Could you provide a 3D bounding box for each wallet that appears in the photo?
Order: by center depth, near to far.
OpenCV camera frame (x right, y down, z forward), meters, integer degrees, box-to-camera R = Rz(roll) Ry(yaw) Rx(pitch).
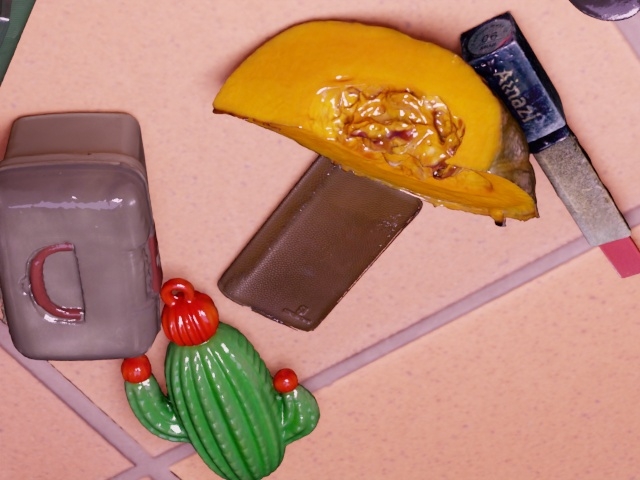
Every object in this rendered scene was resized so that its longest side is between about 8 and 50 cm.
[{"bbox_3d":[0.000,0.000,1.636,0.110,0.031,0.198,26,125,-22],"label":"wallet"}]

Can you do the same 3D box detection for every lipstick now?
[{"bbox_3d":[0.216,-0.067,1.574,0.051,0.051,0.312,-26,126,15],"label":"lipstick"}]

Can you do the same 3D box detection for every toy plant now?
[{"bbox_3d":[-0.110,0.142,1.712,0.154,0.088,0.240,-34,122,24],"label":"toy plant"}]

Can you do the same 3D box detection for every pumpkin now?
[{"bbox_3d":[0.069,-0.100,1.522,0.278,0.111,0.163,14,165,20],"label":"pumpkin"}]

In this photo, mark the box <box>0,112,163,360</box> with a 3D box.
[{"bbox_3d":[-0.214,-0.002,1.565,0.148,0.129,0.210,-2,130,-1],"label":"box"}]

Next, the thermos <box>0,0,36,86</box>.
[{"bbox_3d":[-0.278,-0.181,1.449,0.073,0.083,0.188,31,123,3],"label":"thermos"}]

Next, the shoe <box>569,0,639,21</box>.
[{"bbox_3d":[0.219,-0.241,1.433,0.071,0.049,0.179,-15,128,11],"label":"shoe"}]
